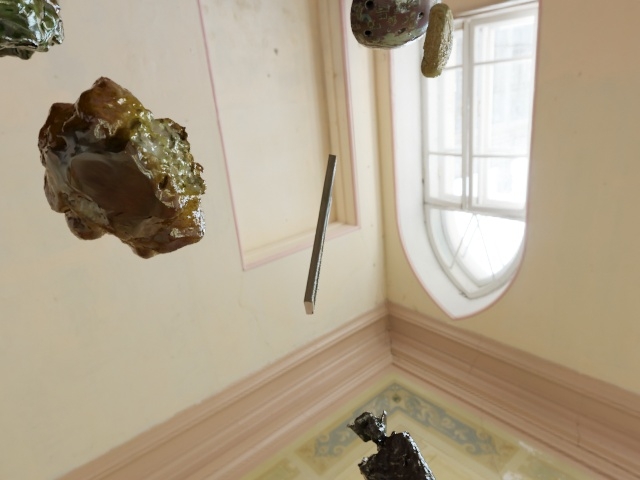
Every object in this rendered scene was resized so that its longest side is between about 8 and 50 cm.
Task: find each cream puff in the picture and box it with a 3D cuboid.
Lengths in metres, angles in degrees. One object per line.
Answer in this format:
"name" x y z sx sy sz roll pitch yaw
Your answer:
"cream puff" -0.288 -0.097 0.603 0.241 0.269 0.155 8 -150 -2

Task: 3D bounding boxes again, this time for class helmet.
"helmet" 0.143 -0.400 0.703 0.107 0.153 0.177 31 -120 22

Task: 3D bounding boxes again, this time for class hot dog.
"hot dog" 0.159 -0.263 0.550 0.034 0.090 0.030 -16 -148 -34

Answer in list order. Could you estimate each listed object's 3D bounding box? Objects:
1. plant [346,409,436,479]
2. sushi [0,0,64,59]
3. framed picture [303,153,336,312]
"plant" 0.142 0.462 0.884 0.131 0.142 0.203 -29 -129 -8
"sushi" -0.450 -0.264 0.390 0.352 0.178 0.294 -14 -156 -30
"framed picture" 0.000 0.000 0.924 0.024 0.315 0.232 8 163 2
